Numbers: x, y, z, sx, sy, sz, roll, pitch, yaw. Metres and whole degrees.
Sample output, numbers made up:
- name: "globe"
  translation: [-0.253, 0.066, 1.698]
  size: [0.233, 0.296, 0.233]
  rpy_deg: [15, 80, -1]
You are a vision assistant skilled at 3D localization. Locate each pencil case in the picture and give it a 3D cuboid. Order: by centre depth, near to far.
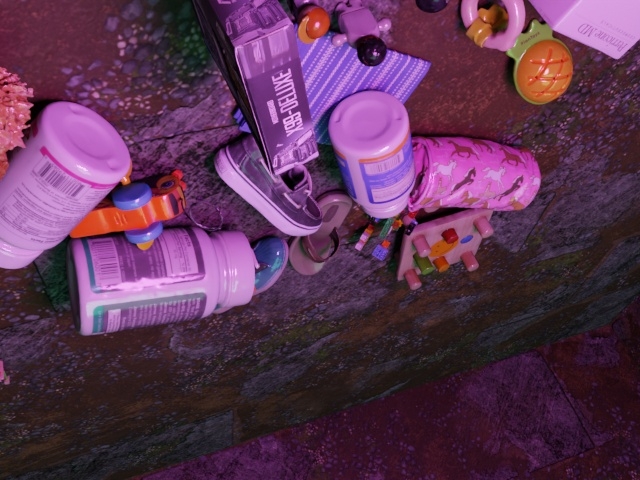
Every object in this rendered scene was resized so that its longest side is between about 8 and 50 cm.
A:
- name: "pencil case"
  translation: [0.346, -0.150, 1.549]
  size: [0.386, 0.160, 0.167]
  rpy_deg: [-2, 158, -33]

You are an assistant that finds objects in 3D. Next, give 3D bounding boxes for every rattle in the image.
- name: "rattle"
  translation: [0.329, -0.444, 1.148]
  size: [0.143, 0.130, 0.199]
  rpy_deg: [-22, 129, -16]

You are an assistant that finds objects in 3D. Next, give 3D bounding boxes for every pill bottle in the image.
- name: "pill bottle"
  translation: [-0.464, -0.084, 1.100]
  size: [0.283, 0.160, 0.160]
  rpy_deg: [-38, 147, 25]
- name: "pill bottle"
  translation: [0.112, -0.158, 1.321]
  size: [0.152, 0.152, 0.272]
  rpy_deg: [-23, 151, 0]
- name: "pill bottle"
  translation: [-0.337, 0.077, 1.400]
  size: [0.361, 0.204, 0.204]
  rpy_deg: [-5, 146, -27]

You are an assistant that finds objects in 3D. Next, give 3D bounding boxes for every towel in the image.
- name: "towel"
  translation: [0.025, -0.282, 1.252]
  size: [0.336, 0.040, 0.243]
  rpy_deg: [2, 140, -40]

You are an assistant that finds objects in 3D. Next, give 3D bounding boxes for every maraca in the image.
- name: "maraca"
  translation: [0.448, -0.362, 1.347]
  size: [0.127, 0.099, 0.185]
  rpy_deg: [-35, 124, 5]

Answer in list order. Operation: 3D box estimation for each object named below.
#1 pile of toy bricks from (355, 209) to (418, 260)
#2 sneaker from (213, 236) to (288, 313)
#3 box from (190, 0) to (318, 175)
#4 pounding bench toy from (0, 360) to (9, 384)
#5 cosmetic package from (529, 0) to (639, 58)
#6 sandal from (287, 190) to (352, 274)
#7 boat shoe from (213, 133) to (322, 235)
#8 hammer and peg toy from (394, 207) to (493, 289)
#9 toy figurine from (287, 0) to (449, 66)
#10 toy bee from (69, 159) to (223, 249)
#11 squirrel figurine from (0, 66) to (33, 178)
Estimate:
- name: "pile of toy bricks"
  translation: [0.183, -0.052, 1.673]
  size: [0.212, 0.118, 0.105]
  rpy_deg: [-62, 172, 34]
- name: "sneaker"
  translation: [-0.211, 0.087, 1.597]
  size: [0.302, 0.108, 0.121]
  rpy_deg: [-37, 152, 25]
- name: "box"
  translation: [-0.107, -0.277, 0.888]
  size: [0.077, 0.307, 0.242]
  rpy_deg: [-24, 151, -6]
- name: "pounding bench toy"
  translation: [-0.808, 0.334, 1.641]
  size: [0.083, 0.052, 0.065]
  rpy_deg: [8, 137, -42]
- name: "cosmetic package"
  translation: [0.566, -0.540, 1.074]
  size: [0.230, 0.161, 0.453]
  rpy_deg: [4, 141, -38]
- name: "sandal"
  translation: [-0.001, -0.001, 1.620]
  size: [0.120, 0.086, 0.302]
  rpy_deg: [-8, 147, -24]
- name: "boat shoe"
  translation: [-0.073, -0.108, 1.366]
  size: [0.119, 0.121, 0.335]
  rpy_deg: [-30, 148, 20]
- name: "hammer and peg toy"
  translation: [0.345, -0.020, 1.784]
  size: [0.266, 0.127, 0.361]
  rpy_deg: [-16, 149, -12]
- name: "toy figurine"
  translation: [0.066, -0.379, 1.001]
  size: [0.213, 0.148, 0.209]
  rpy_deg: [13, 135, -46]
- name: "toy bee"
  translation: [-0.322, -0.066, 1.255]
  size: [0.298, 0.162, 0.195]
  rpy_deg: [15, 125, -3]
- name: "squirrel figurine"
  translation: [-0.583, -0.137, 0.829]
  size: [0.397, 0.281, 0.370]
  rpy_deg: [-37, 158, -31]
